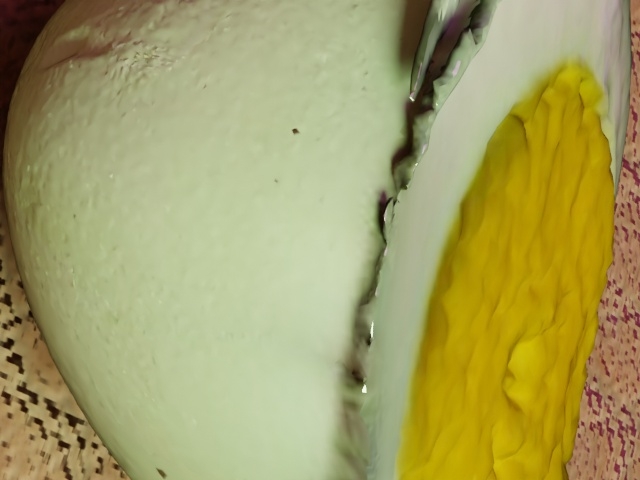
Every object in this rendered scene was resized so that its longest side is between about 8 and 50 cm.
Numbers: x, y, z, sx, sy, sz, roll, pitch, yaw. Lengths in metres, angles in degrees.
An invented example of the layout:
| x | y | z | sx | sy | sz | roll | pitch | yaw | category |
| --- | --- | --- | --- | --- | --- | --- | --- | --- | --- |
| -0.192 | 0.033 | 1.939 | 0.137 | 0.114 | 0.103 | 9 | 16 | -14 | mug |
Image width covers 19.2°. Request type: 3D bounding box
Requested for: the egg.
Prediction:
| x | y | z | sx | sy | sz | roll | pitch | yaw | category |
| --- | --- | --- | --- | --- | --- | --- | --- | --- | --- |
| 0.001 | -0.005 | 0.645 | 0.264 | 0.174 | 0.286 | -69 | 155 | -17 | egg |
